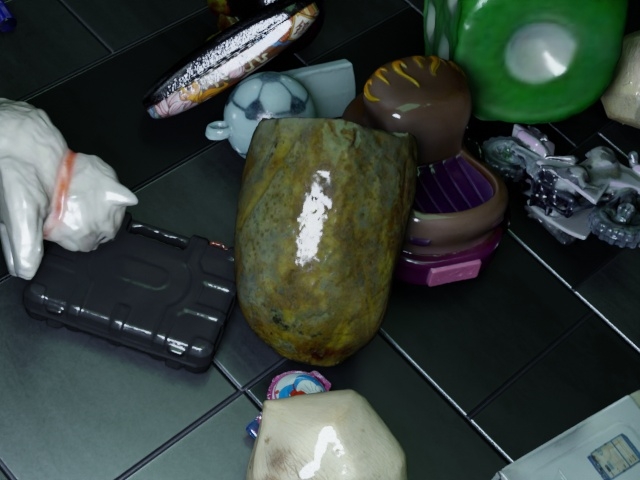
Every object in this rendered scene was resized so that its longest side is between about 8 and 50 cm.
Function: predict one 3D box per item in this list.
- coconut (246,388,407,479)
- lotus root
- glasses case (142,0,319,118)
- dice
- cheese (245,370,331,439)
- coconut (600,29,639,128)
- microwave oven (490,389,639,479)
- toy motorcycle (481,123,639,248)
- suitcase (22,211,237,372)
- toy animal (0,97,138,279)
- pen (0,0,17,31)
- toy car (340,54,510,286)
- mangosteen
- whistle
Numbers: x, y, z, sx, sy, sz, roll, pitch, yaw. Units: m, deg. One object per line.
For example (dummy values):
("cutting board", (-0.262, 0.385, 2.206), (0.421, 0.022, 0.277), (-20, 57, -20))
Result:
("coconut", (-0.001, 0.293, 1.517), (0.224, 0.224, 0.224), (6, 54, -8))
("lotus root", (0.000, 0.000, 1.661), (0.250, 0.250, 0.346), (7, 95, -7))
("glasses case", (-0.145, -0.295, 1.875), (0.321, 0.122, 0.082), (-31, 98, 10))
("dice", (0.340, -0.388, 1.980), (0.287, 0.297, 0.300), (-1, 39, -7))
("cheese", (-0.043, 0.235, 1.646), (0.095, 0.038, 0.145), (40, 56, 16))
("coconut", (0.588, -0.292, 2.070), (0.194, 0.194, 0.194), (6, 54, -8))
("microwave oven", (0.391, 0.425, 1.494), (0.286, 0.218, 0.355), (-25, 64, -25))
("toy motorcycle", (0.424, -0.098, 1.930), (0.188, 0.143, 0.327), (-30, 50, -35))
("suitcase", (-0.265, 0.063, 1.704), (0.285, 0.066, 0.206), (18, 54, 1))
("toy animal", (-0.395, -0.091, 1.676), (0.188, 0.308, 0.266), (-20, 92, -19))
("pen", (-0.596, -0.461, 2.025), (0.033, 0.033, 0.269), (-23, 63, -25))
("toy car", (0.163, -0.118, 1.816), (0.271, 0.240, 0.341), (-12, 55, -17))
("mangosteen", (-0.104, -0.395, 2.001), (0.230, 0.194, 0.194), (-31, 63, 0))
("whistle", (-0.050, -0.204, 1.886), (0.289, 0.163, 0.164), (-16, 60, -21))
